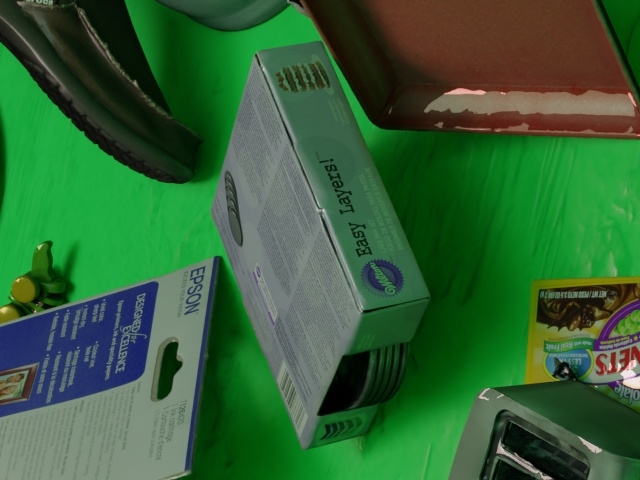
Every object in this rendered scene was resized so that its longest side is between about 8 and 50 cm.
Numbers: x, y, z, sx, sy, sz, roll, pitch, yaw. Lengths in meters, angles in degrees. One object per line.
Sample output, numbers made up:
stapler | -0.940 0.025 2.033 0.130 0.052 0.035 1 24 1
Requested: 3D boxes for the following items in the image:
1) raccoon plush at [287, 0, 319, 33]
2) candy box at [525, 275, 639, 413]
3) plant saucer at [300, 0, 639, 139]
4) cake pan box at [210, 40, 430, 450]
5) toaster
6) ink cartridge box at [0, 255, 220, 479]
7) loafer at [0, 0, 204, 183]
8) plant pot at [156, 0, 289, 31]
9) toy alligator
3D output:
raccoon plush | 0.096 -0.373 1.661 0.299 0.216 0.446 4 63 60
candy box | 0.235 0.079 1.456 0.206 0.027 0.105 -4 81 49
plant saucer | 0.107 -0.182 1.495 0.258 0.259 0.048 4 54 35
cake pan box | -0.007 0.011 1.622 0.246 0.070 0.267 106 146 -56
toaster | 0.178 0.195 1.407 0.185 0.110 0.168 29 109 46
ink cartridge box | -0.231 0.169 1.809 0.307 0.072 0.303 -15 35 15
loafer | -0.234 -0.207 1.892 0.130 0.366 0.134 -44 3 -8
plant pot | -0.133 -0.363 1.868 0.293 0.196 0.293 -16 69 46
toy alligator | -0.311 0.087 2.066 0.051 0.056 0.190 32 109 6
